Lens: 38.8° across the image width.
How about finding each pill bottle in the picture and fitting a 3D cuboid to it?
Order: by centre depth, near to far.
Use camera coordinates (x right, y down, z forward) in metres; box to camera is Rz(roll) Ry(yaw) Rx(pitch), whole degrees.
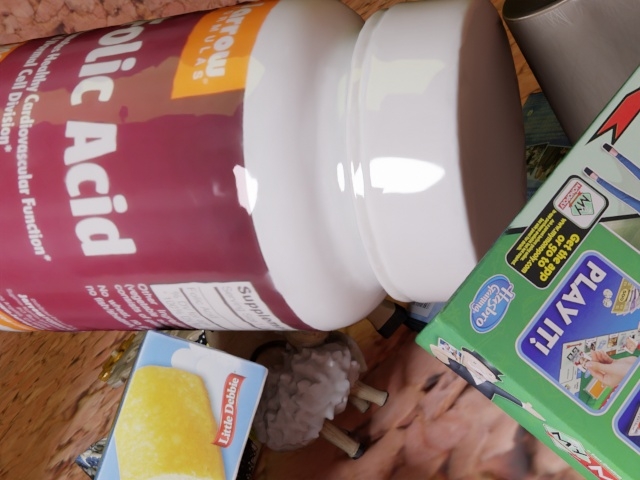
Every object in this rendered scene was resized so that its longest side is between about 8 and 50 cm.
[{"bbox_3d":[-0.070,-0.047,0.635,0.392,0.224,0.224,-3,35,24],"label":"pill bottle"}]

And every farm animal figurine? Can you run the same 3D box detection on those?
[{"bbox_3d":[0.000,0.000,0.841,0.326,0.172,0.330,-56,18,-1],"label":"farm animal figurine"}]

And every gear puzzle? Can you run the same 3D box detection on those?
[{"bbox_3d":[-0.215,0.139,1.269,0.339,0.044,0.175,-30,23,40],"label":"gear puzzle"}]

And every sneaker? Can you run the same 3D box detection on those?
[{"bbox_3d":[-0.239,0.246,1.051,0.058,0.052,0.135,-47,19,-29],"label":"sneaker"}]

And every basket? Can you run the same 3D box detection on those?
[{"bbox_3d":[0.231,-0.095,0.581,0.204,0.227,0.154,-18,30,53],"label":"basket"}]

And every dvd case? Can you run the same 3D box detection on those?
[{"bbox_3d":[0.170,-0.023,0.765,0.253,0.022,0.180,-59,18,-7],"label":"dvd case"}]

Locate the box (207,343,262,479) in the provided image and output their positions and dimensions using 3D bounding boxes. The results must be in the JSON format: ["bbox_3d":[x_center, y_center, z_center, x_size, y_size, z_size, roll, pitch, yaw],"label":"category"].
[{"bbox_3d":[-0.097,0.168,0.884,0.058,0.087,0.232,-34,21,29],"label":"box"}]

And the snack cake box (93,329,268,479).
[{"bbox_3d":[-0.126,0.205,0.642,0.152,0.089,0.264,145,143,-73],"label":"snack cake box"}]

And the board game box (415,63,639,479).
[{"bbox_3d":[0.225,-0.007,0.425,0.317,0.213,0.046,-48,-8,-18],"label":"board game box"}]
